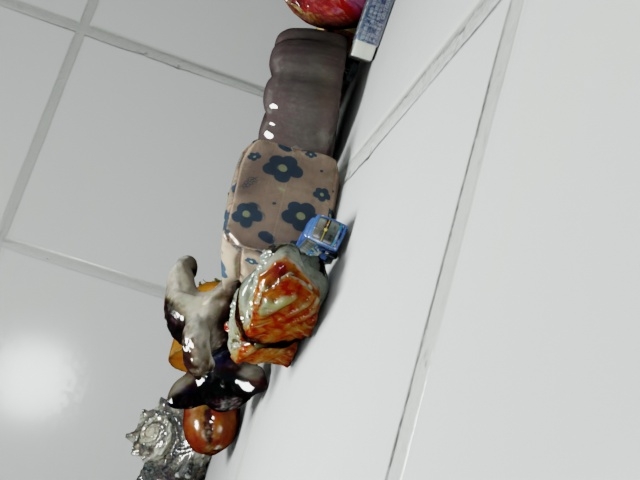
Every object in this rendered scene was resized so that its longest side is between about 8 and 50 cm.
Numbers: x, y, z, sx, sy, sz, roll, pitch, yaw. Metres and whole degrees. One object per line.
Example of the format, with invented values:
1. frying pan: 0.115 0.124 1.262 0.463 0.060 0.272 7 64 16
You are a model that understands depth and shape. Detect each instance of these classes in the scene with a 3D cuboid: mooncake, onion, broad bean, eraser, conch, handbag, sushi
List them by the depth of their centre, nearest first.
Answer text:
1. sushi: -0.069 0.104 1.314 0.332 0.124 0.130 120 156 -54
2. handbag: -0.080 -0.022 1.503 0.193 0.190 0.251 106 175 -54
3. eraser: 0.109 -0.448 1.648 0.092 0.046 0.212 -108 36 -80
4. mooncake: -0.033 -0.275 1.737 0.306 0.154 0.306 8 -90 -88
5. onion: 0.029 -0.573 1.778 0.276 0.276 0.276 -162 90 -83
6. broad bean: -0.234 0.384 1.880 0.228 0.122 0.156 -89 -8 -86
7. conch: -0.407 0.560 2.297 0.186 0.240 0.313 25 -110 -84

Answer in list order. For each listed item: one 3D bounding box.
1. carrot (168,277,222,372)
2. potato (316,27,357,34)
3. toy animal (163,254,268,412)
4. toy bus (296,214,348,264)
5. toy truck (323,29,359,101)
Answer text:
1. carrot: -0.276 0.223 2.322 0.193 0.214 0.331 -32 33 30
2. potato: 0.047 -0.483 2.000 0.112 0.112 0.147 -88 23 -66
3. toy animal: -0.197 0.206 1.628 0.303 0.194 0.344 -89 -9 -51
4. toy bus: 0.000 0.000 1.299 0.153 0.061 0.051 134 159 -78
5. toy truck: 0.007 -0.354 1.949 0.253 0.107 0.114 118 169 -45
